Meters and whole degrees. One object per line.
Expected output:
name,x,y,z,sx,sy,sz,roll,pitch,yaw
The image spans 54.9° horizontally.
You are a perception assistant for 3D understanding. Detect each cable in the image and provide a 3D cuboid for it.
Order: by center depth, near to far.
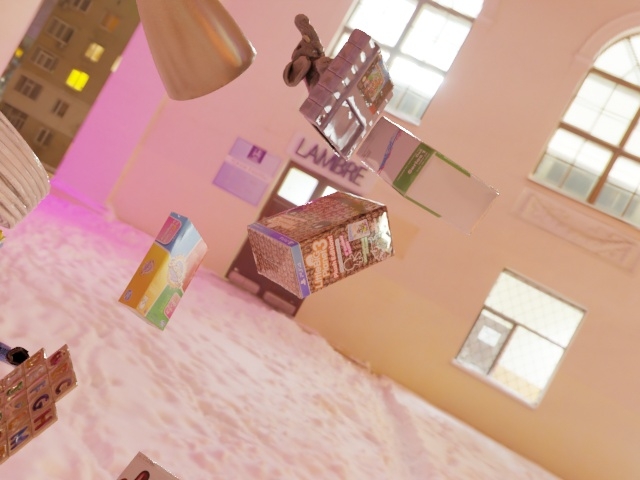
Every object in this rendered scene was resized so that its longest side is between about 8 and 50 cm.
cable,-0.470,-0.128,0.796,0.257,0.089,0.257,38,-25,1

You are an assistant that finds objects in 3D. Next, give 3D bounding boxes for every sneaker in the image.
sneaker,-0.891,0.320,1.754,0.152,0.058,0.084,36,-41,-4

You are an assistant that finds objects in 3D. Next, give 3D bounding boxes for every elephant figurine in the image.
elephant figurine,-0.016,-0.455,1.625,0.239,0.186,0.169,35,-18,33

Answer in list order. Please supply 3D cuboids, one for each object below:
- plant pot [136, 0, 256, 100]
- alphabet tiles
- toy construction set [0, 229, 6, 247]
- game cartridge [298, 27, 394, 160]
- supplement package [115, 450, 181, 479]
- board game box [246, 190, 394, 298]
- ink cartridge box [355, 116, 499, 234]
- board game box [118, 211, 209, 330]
plant pot,-0.335,-0.532,1.524,0.257,0.256,0.274,27,-27,47
alphabet tiles,-0.680,0.376,1.332,0.011,0.343,0.285,57,-10,-34
toy construction set,-1.071,-0.028,1.744,0.328,0.151,0.215,21,27,34
game cartridge,0.079,-0.335,1.476,0.068,0.230,0.355,40,4,16
supplement package,-0.504,0.765,1.780,0.194,0.203,0.149,26,-33,18
board game box,0.000,0.000,1.579,0.232,0.291,0.141,23,-49,54
ink cartridge box,0.229,-0.151,1.369,0.202,0.117,0.278,26,14,-29
board game box,-0.480,0.101,1.926,0.064,0.316,0.242,21,-19,15
